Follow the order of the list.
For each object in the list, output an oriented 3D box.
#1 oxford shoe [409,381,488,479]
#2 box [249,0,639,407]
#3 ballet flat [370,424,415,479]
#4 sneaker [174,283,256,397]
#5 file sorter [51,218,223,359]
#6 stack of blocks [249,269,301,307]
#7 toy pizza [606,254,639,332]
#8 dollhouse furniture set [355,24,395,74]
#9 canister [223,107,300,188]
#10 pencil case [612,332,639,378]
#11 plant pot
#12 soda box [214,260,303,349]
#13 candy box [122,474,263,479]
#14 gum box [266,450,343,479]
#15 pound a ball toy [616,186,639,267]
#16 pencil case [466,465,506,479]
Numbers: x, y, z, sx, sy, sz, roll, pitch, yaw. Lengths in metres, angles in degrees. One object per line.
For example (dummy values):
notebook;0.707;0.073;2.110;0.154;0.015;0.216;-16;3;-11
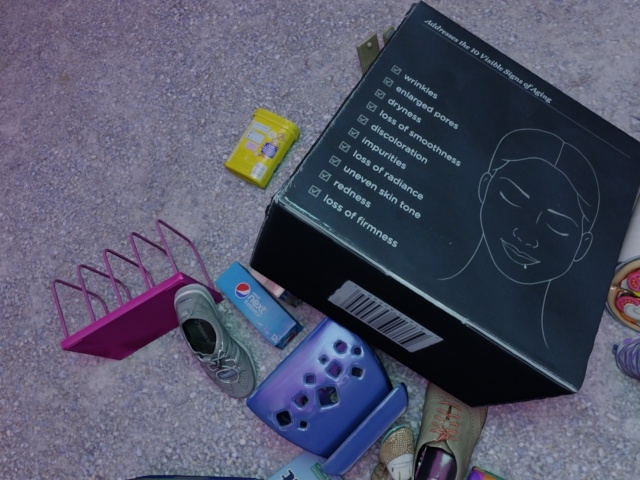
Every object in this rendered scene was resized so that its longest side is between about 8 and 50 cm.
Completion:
oxford shoe;0.244;0.347;0.979;0.123;0.130;0.347;10;75;17
box;0.214;-0.054;0.893;0.480;0.297;0.471;33;65;-1
ballet flat;0.139;0.412;0.952;0.073;0.206;0.067;-11;45;-14
sneaker;-0.224;0.230;1.080;0.105;0.115;0.281;-26;112;5
file sorter;-0.415;0.110;1.185;0.291;0.202;0.182;-30;66;3
stack of blocks;0.000;0.000;1.133;0.087;0.171;0.297;38;85;22
toy pizza;0.619;0.107;0.941;0.202;0.201;0.032;19;42;19
dollhouse furniture set;0.194;-0.425;1.250;0.144;0.123;0.151;-38;68;0
canister;-0.147;-0.227;1.299;0.126;0.073;0.169;28;82;21
pencil case;0.586;0.206;0.905;0.087;0.206;0.088;26;88;11
plant pot;0.035;0.296;1.000;0.236;0.236;0.212;-45;74;-4
soda box;-0.138;0.144;1.176;0.071;0.067;0.210;-46;68;-4
candy box;-0.259;0.630;1.016;0.269;0.122;0.316;-5;70;13
gum box;-0.034;0.501;0.988;0.185;0.041;0.157;-23;60;-39
pound a ball toy;0.714;-0.058;0.994;0.208;0.135;0.319;23;80;20
pencil case;0.357;0.491;0.922;0.237;0.104;0.104;19;78;18
